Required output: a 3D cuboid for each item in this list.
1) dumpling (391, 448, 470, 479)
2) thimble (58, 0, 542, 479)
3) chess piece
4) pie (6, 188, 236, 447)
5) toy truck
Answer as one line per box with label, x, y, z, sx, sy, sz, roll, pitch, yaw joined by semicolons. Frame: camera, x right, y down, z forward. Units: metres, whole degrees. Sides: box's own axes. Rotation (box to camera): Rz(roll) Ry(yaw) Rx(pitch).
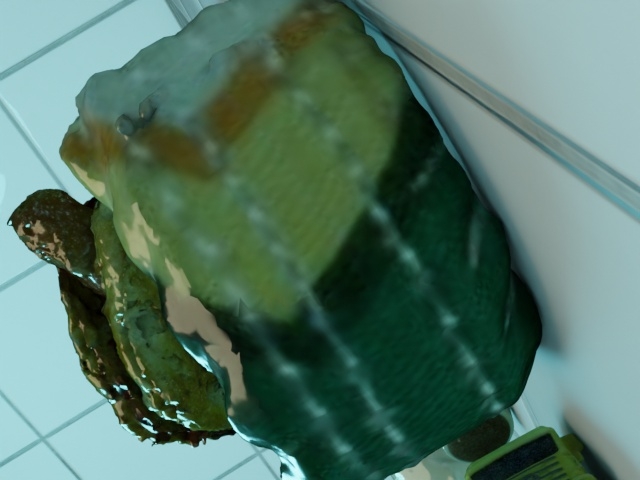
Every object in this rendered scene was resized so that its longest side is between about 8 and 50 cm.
dumpling;0.154;0.268;1.215;0.136;0.118;0.199;5;-156;-41
thimble;-0.010;-0.002;0.563;0.288;0.167;0.254;59;177;-30
chess piece;0.124;0.139;0.872;0.067;0.067;0.103;60;-175;-30
pie;-0.117;0.033;1.194;0.180;0.418;0.395;-18;101;42
toy truck;0.161;0.204;0.655;0.191;0.085;0.116;58;-177;-30
